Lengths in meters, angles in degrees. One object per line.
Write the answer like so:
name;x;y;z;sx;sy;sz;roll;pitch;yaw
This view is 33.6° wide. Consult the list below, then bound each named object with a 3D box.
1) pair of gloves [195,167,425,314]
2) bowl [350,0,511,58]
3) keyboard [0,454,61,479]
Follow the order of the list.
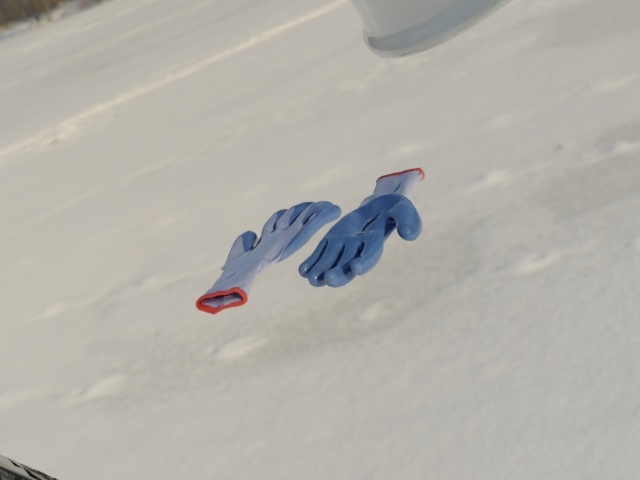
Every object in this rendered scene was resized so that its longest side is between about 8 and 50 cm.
pair of gloves;0.000;0.000;0.827;0.198;0.023;0.159;-12;25;35
bowl;0.096;-0.280;0.735;0.298;0.134;0.298;-41;23;21
keyboard;-0.100;0.165;0.444;0.033;0.317;0.201;-45;40;10
